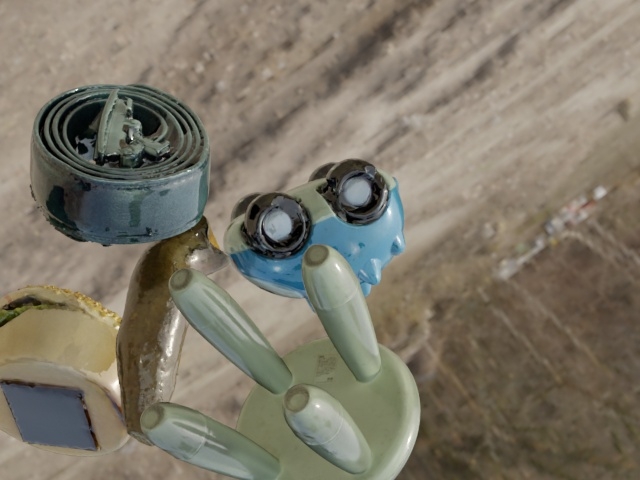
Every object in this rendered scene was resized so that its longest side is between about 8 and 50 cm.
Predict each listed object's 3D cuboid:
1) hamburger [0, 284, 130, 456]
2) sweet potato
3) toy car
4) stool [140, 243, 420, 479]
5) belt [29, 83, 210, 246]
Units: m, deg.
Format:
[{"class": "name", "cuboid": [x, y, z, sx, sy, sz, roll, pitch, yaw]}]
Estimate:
[{"class": "hamburger", "cuboid": [-0.387, 0.197, 1.960, 0.302, 0.302, 0.170, -45, -158, 45]}, {"class": "sweet potato", "cuboid": [-0.175, 0.094, 1.480, 0.112, 0.286, 0.085, 24, 147, -25]}, {"class": "toy car", "cuboid": [0.000, 0.000, 1.740, 0.255, 0.190, 0.188, -21, -173, -11]}, {"class": "stool", "cuboid": [-0.029, 0.131, 1.171, 0.195, 0.195, 0.199, -9, 142, 23]}, {"class": "belt", "cuboid": [-0.234, -0.102, 1.496, 0.206, 0.267, 0.116, -1, 123, -15]}]
